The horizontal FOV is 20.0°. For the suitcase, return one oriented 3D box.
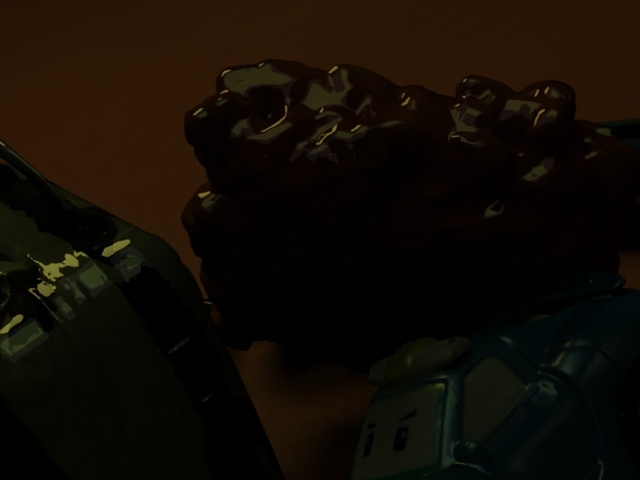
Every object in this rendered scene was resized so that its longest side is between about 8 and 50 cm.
[{"bbox_3d":[-0.189,0.071,1.312,0.194,0.339,0.351,-34,29,-21],"label":"suitcase"}]

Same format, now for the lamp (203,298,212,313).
[{"bbox_3d":[0.000,0.000,1.484,0.172,0.227,0.147,30,12,21],"label":"lamp"}]

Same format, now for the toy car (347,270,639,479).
[{"bbox_3d":[0.094,0.139,1.126,0.314,0.166,0.198,-40,9,-31],"label":"toy car"}]

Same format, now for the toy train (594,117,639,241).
[{"bbox_3d":[0.116,-0.040,1.559,0.409,0.086,0.089,-4,32,33],"label":"toy train"}]

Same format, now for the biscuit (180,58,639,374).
[{"bbox_3d":[0.066,-0.003,1.277,0.318,0.312,0.110,3,59,6],"label":"biscuit"}]
